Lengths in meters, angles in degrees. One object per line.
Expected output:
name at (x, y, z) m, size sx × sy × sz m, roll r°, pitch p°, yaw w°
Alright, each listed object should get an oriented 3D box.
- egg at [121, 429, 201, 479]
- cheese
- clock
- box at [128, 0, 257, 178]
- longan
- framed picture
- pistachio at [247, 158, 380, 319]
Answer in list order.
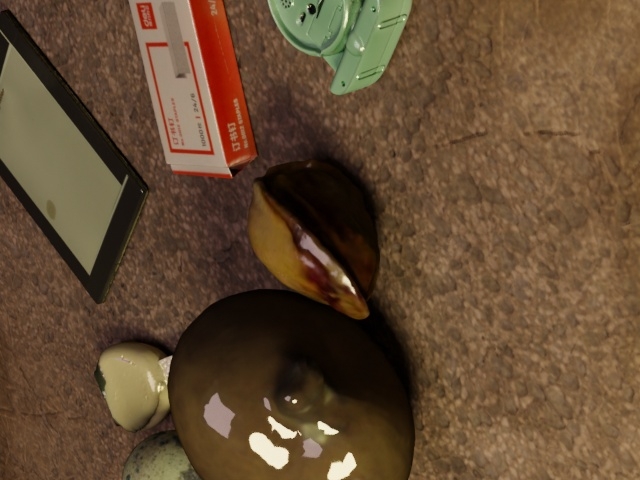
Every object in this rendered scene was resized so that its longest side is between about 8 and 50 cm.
egg at (-0.179, 0.321, 2.021) m, size 0.181 × 0.141 × 0.141 m, roll 11°, pitch 118°, yaw 44°
cheese at (-0.218, 0.183, 2.064) m, size 0.251 × 0.054 × 0.127 m, roll -24°, pitch 90°, yaw 52°
clock at (0.004, -0.251, 1.554) m, size 0.188 × 0.060 × 0.148 m, roll 46°, pitch 139°, yaw 25°
box at (-0.148, -0.189, 1.779) m, size 0.123 × 0.050 × 0.229 m, roll 8°, pitch 115°, yaw 48°
longan at (-0.029, 0.185, 1.676) m, size 0.300 × 0.243 × 0.300 m, roll 26°, pitch 158°, yaw 11°
framed picture at (-0.367, -0.111, 2.113) m, size 0.347 × 0.016 × 0.265 m, roll 49°, pitch 140°, yaw 19°
pistachio at (0.000, 0.000, 1.644) m, size 0.165 × 0.130 × 0.210 m, roll 41°, pitch -167°, yaw -52°
